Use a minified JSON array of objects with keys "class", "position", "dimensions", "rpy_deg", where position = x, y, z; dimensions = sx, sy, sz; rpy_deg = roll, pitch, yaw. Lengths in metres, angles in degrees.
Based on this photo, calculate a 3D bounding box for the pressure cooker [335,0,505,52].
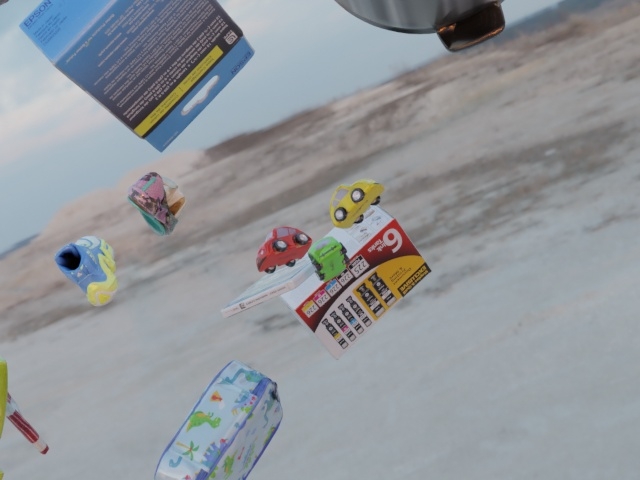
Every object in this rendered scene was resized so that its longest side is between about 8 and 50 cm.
[{"class":"pressure cooker","position":[0.129,-0.486,1.461],"dimensions":[0.375,0.370,0.420],"rpy_deg":[22,-5,12]}]

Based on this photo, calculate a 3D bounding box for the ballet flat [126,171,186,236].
[{"class":"ballet flat","position":[-0.263,-0.062,1.770],"dimensions":[0.079,0.077,0.221],"rpy_deg":[-45,-9,-8]}]

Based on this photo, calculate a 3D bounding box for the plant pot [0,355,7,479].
[{"class":"plant pot","position":[-0.594,0.276,1.592],"dimensions":[0.228,0.207,0.227],"rpy_deg":[-6,8,-31]}]

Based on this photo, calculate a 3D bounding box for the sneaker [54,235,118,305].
[{"class":"sneaker","position":[-0.477,0.030,2.167],"dimensions":[0.091,0.126,0.240],"rpy_deg":[-41,35,-2]}]

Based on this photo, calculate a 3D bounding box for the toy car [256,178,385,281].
[{"class":"toy car","position":[0.000,0.000,1.751],"dimensions":[0.239,0.053,0.225],"rpy_deg":[-33,-24,-9]}]

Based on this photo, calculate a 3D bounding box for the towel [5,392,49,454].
[{"class":"towel","position":[-0.660,0.263,2.093],"dimensions":[0.037,0.329,0.237],"rpy_deg":[-42,31,-16]}]

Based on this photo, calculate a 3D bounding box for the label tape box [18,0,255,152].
[{"class":"label tape box","position":[-0.278,-0.321,1.729],"dimensions":[0.249,0.115,0.347],"rpy_deg":[-46,-25,0]}]

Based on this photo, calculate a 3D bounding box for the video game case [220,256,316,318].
[{"class":"video game case","position":[-0.077,0.077,2.025],"dimensions":[0.173,0.022,0.190],"rpy_deg":[-25,7,30]}]

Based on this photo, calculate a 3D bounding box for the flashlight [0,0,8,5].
[{"class":"flashlight","position":[-0.536,-0.511,2.014],"dimensions":[0.304,0.103,0.103],"rpy_deg":[-33,-33,-42]}]

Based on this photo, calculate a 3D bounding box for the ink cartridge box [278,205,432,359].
[{"class":"ink cartridge box","position":[0.089,0.108,2.494],"dimensions":[0.309,0.272,0.130],"rpy_deg":[-43,39,-5]}]

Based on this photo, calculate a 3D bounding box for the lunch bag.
[{"class":"lunch bag","position":[-0.140,0.295,1.561],"dimensions":[0.219,0.090,0.176],"rpy_deg":[-55,-20,-25]}]
